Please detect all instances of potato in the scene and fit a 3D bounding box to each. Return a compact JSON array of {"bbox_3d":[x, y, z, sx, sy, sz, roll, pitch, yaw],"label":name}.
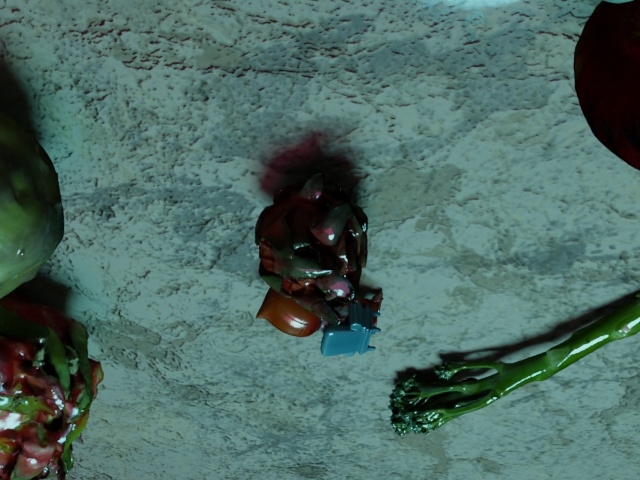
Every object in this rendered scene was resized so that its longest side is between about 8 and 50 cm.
[{"bbox_3d":[-0.367,-0.026,1.074,0.237,0.289,0.301,-2,107,-12],"label":"potato"}]

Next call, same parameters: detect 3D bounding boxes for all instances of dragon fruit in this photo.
[{"bbox_3d":[-0.004,0.006,1.106,0.130,0.121,0.142,36,180,1],"label":"dragon fruit"},{"bbox_3d":[-0.386,0.176,1.323,0.302,0.237,0.231,-9,143,34],"label":"dragon fruit"}]

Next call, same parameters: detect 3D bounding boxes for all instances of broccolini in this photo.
[{"bbox_3d":[0.228,0.129,1.290,0.074,0.079,0.392,41,125,-20],"label":"broccolini"}]

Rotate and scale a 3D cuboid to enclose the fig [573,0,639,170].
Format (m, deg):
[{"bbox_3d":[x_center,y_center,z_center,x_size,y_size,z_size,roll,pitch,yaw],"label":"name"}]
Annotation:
[{"bbox_3d":[0.325,-0.119,0.852,0.249,0.186,0.204,26,121,-30],"label":"fig"}]

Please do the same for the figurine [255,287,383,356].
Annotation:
[{"bbox_3d":[-0.001,0.084,1.253,0.140,0.075,0.068,11,143,-5],"label":"figurine"}]

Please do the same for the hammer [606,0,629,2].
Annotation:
[{"bbox_3d":[0.192,-0.278,0.664,0.206,0.119,0.335,22,158,-12],"label":"hammer"}]
